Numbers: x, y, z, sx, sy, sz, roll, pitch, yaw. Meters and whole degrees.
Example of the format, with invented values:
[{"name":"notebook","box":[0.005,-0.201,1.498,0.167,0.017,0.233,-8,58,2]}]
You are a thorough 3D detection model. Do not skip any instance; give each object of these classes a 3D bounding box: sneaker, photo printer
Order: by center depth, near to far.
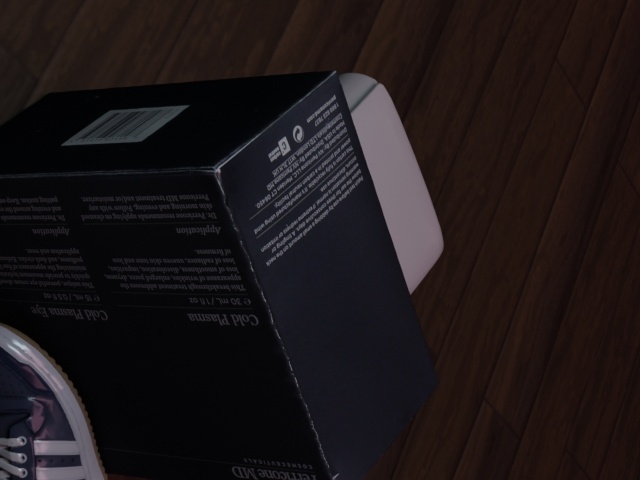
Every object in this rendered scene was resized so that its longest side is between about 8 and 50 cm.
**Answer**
[{"name":"sneaker","box":[-0.271,0.218,1.304,0.153,0.099,0.282,-47,129,-42]},{"name":"photo printer","box":[0.000,0.000,1.636,0.307,0.107,0.256,-48,127,-40]}]

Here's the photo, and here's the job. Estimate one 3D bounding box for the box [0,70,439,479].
[{"name":"box","box":[-0.118,0.037,1.297,0.179,0.343,0.312,-43,124,-44]}]
